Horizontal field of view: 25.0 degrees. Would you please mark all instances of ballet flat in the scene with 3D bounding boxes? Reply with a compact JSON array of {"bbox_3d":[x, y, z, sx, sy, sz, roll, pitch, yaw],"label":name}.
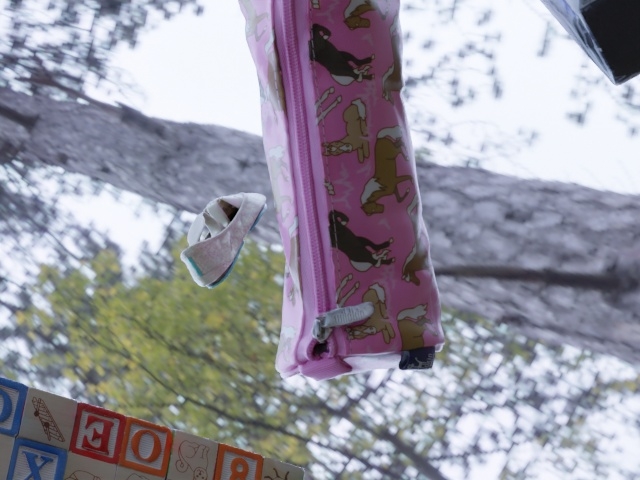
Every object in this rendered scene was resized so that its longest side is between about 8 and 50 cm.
[{"bbox_3d":[-0.093,-0.015,1.392,0.057,0.168,0.052,-36,-75,25],"label":"ballet flat"}]

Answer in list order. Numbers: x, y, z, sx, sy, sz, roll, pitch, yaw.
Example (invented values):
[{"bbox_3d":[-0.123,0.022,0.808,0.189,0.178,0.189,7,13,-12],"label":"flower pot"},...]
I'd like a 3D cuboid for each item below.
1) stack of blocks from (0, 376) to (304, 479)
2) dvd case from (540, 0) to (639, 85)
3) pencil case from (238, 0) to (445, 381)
[{"bbox_3d":[-0.167,0.232,1.140,0.297,0.087,0.171,22,-120,-26],"label":"stack of blocks"},{"bbox_3d":[0.124,-0.136,0.412,0.179,0.239,0.030,-31,-65,9],"label":"dvd case"},{"bbox_3d":[0.015,-0.071,1.297,0.160,0.167,0.386,-7,-89,-20],"label":"pencil case"}]
